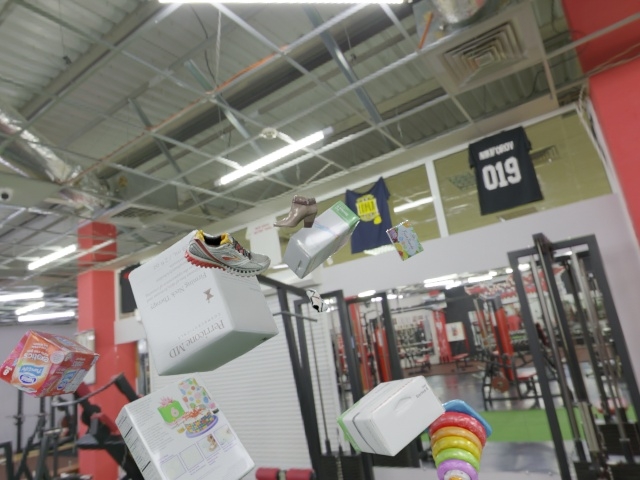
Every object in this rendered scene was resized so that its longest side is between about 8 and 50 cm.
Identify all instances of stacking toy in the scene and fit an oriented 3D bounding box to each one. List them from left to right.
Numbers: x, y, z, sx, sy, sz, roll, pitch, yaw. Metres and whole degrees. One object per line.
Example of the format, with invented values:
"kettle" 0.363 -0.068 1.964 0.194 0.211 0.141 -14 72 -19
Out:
"stacking toy" 0.373 0.610 1.170 0.175 0.166 0.302 -43 6 28

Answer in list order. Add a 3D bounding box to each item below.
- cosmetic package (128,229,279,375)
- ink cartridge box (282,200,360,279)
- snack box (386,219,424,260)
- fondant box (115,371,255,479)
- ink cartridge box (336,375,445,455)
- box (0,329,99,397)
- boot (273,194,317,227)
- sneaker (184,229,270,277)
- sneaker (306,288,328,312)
"cosmetic package" -0.419 0.235 1.569 0.330 0.393 0.327 -32 -23 11
"ink cartridge box" 0.000 0.000 1.277 0.212 0.093 0.154 -40 -13 -29
"snack box" 0.349 0.000 1.768 0.100 0.141 0.037 -28 5 1
"fondant box" -0.374 0.566 1.191 0.238 0.330 0.096 -13 -31 -52
"ink cartridge box" 0.189 0.494 1.212 0.199 0.114 0.273 -29 -11 -25
"box" -0.728 0.336 1.165 0.123 0.128 0.257 29 -19 -1
"boot" -0.066 -0.077 1.130 0.119 0.086 0.042 0 7 -17
"sneaker" -0.238 0.034 1.140 0.226 0.092 0.088 13 22 -23
"sneaker" -0.019 0.217 1.547 0.044 0.109 0.040 -20 -40 -36
